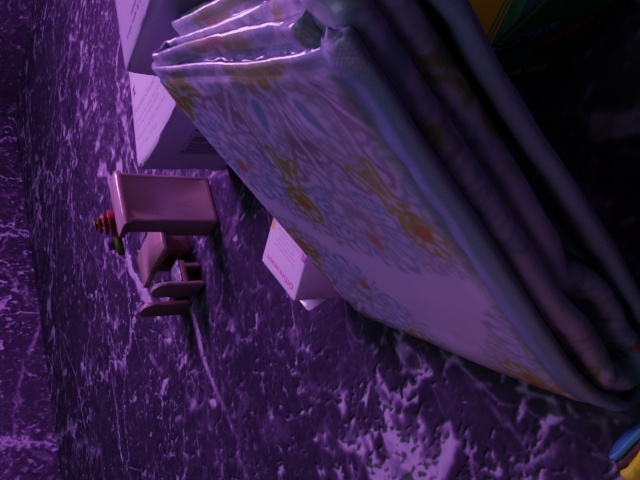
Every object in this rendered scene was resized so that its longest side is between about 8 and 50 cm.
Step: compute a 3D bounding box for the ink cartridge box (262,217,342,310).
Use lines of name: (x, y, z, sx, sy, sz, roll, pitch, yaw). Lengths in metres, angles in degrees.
ink cartridge box: (0.000, 0.000, 0.775, 0.092, 0.090, 0.143, 48, 130, 46)

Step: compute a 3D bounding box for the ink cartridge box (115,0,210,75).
ink cartridge box: (-0.073, -0.364, 0.709, 0.166, 0.286, 0.394, -43, 54, 49)

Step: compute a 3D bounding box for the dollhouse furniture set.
dollhouse furniture set: (-0.307, -0.006, 1.190, 0.242, 0.161, 0.212, -51, 49, 45)

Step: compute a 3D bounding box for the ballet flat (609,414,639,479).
ballet flat: (0.262, 0.080, 0.396, 0.077, 0.077, 0.230, 37, 126, 27)

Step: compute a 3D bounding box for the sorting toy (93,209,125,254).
sorting toy: (-0.379, -0.015, 1.184, 0.102, 0.042, 0.061, 93, 160, -48)

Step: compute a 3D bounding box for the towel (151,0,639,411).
towel: (0.050, -0.037, 0.516, 0.090, 0.374, 0.321, -47, 29, -14)

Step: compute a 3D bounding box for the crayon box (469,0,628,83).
crayon box: (0.157, -0.291, 0.536, 0.165, 0.081, 0.278, -41, 56, 50)

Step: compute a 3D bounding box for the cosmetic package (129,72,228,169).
cosmetic package: (-0.202, -0.325, 1.031, 0.217, 0.156, 0.384, -36, 61, 54)
